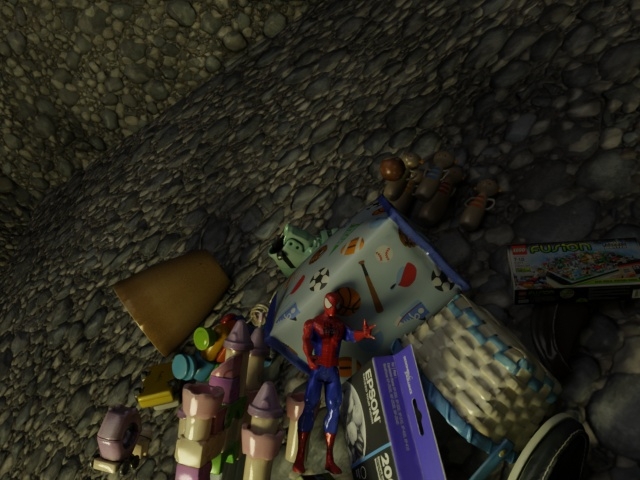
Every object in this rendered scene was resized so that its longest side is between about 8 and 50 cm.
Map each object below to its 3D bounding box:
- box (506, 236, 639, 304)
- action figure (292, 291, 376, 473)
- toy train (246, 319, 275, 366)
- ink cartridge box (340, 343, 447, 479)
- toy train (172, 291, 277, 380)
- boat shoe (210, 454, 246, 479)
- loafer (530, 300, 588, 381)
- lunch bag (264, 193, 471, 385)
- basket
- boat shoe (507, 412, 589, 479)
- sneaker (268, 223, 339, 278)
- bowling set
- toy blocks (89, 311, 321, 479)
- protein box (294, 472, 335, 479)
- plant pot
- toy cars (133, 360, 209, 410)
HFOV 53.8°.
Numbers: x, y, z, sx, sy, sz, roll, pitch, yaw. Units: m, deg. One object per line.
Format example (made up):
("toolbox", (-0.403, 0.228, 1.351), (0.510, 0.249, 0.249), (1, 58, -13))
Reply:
("box", (0.414, 0.049, 1.024), (0.207, 0.036, 0.114), (-4, 39, 11))
("action figure", (0.016, 0.216, 0.969), (0.139, 0.092, 0.280), (147, 129, -73))
("toy train", (-0.175, 0.237, 1.464), (0.184, 0.080, 0.105), (-8, 67, 37))
("ink cartridge box", (0.096, 0.286, 0.943), (0.208, 0.045, 0.206), (125, 141, -50))
("toy train", (-0.205, 0.198, 1.339), (0.105, 0.143, 0.248), (45, 112, 31))
("boat shoe", (-0.194, 0.462, 1.251), (0.094, 0.109, 0.302), (-20, 43, 39))
("loafer", (0.390, 0.121, 1.021), (0.078, 0.080, 0.219), (-17, 42, 32))
("lunch bag", (0.078, 0.086, 1.234), (0.328, 0.239, 0.385), (-43, 12, 6))
("basket", (0.202, 0.254, 0.972), (0.289, 0.201, 0.254), (-44, 38, 7))
("boat shoe", (0.286, 0.393, 0.807), (0.113, 0.127, 0.340), (15, 68, 54))
("sneaker", (0.000, 0.001, 1.482), (0.256, 0.151, 0.094), (-34, 35, 14))
("bowling set", (0.230, -0.141, 1.361), (0.287, 0.200, 0.154), (11, 60, 46))
("toy blocks", (-0.174, 0.260, 1.090), (0.309, 0.289, 0.259), (8, 91, 15))
("protein box", (-0.022, 0.495, 0.948), (0.201, 0.136, 0.199), (-43, 64, 3))
("plant pot", (-0.375, 0.143, 1.688), (0.254, 0.237, 0.237), (-35, 33, -13))
("toy cars", (-0.309, 0.369, 1.472), (0.394, 0.087, 0.177), (1, 19, 44))
